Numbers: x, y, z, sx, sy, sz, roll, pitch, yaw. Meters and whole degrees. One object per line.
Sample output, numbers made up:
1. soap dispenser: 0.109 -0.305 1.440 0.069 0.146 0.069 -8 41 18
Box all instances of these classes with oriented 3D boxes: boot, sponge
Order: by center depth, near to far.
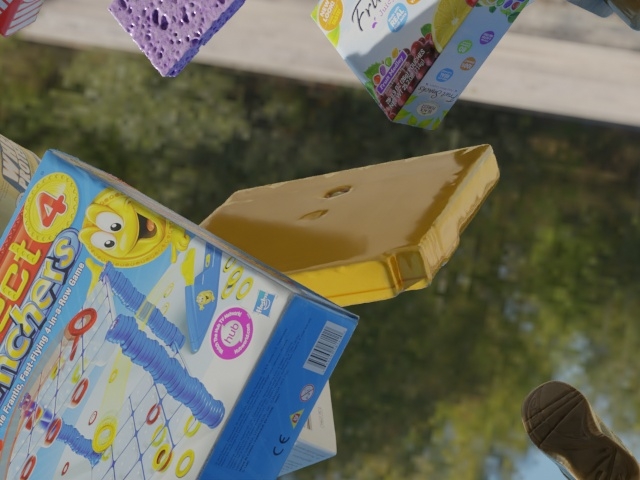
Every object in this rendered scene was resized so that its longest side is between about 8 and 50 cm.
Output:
1. boot: 0.311 0.257 2.039 0.165 0.077 0.213 51 179 -37
2. sponge: -0.144 -0.303 2.175 0.117 0.210 0.031 51 -159 16

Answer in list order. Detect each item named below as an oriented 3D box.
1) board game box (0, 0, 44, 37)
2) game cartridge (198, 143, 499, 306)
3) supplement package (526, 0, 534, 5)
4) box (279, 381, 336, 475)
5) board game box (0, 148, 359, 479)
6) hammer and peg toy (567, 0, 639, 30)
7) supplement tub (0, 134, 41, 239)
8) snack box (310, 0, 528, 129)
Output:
1. board game box: -0.302 -0.293 1.606 0.193 0.147 0.045 42 -137 7
2. game cartridge: 0.000 0.000 1.742 0.285 0.052 0.323 -10 -163 21
3. supplement package: 0.237 -0.423 2.360 0.262 0.204 0.145 -34 -148 -31
4. box: -0.086 0.174 2.244 0.119 0.182 0.181 -24 148 28
5. board game box: -0.164 0.125 1.436 0.302 0.308 0.086 28 -178 40
6. hammer and peg toy: 0.314 -0.359 1.642 0.266 0.361 0.127 13 -147 -55
7. supplement tub: -0.404 -0.064 2.055 0.144 0.144 0.200 11 168 32
8. snack box: 0.103 -0.241 1.805 0.070 0.207 0.174 10 -144 -44
